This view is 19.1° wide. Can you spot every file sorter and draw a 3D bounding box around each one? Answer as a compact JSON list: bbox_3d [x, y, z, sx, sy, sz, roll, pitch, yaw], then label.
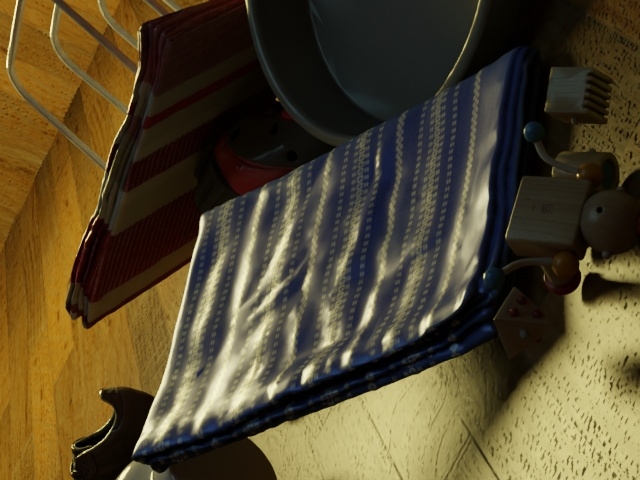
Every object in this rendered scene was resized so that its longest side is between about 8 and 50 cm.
[{"bbox_3d":[-0.142,-0.217,1.796,0.277,0.173,0.193,-44,-11,-31],"label":"file sorter"}]

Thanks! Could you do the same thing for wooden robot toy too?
[{"bbox_3d":[0.153,-0.014,1.059,0.079,0.076,0.173,2,64,35],"label":"wooden robot toy"}]

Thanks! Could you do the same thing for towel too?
[{"bbox_3d":[-0.116,-0.091,1.701,0.237,0.037,0.329,-34,-27,-49],"label":"towel"},{"bbox_3d":[0.009,0.013,1.302,0.336,0.040,0.243,-26,38,37],"label":"towel"}]

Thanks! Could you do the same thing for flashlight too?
[{"bbox_3d":[-0.003,-0.128,1.605,0.304,0.103,0.103,-55,22,38],"label":"flashlight"}]

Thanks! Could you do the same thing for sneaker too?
[{"bbox_3d":[-0.217,0.225,1.843,0.188,0.071,0.066,-64,16,7],"label":"sneaker"}]

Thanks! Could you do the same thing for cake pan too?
[{"bbox_3d":[0.048,-0.214,1.425,0.293,0.054,0.293,3,94,51],"label":"cake pan"}]

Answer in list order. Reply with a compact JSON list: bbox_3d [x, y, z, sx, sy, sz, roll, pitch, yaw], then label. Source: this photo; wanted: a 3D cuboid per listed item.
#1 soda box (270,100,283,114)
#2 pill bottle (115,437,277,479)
[{"bbox_3d":[-0.090,-0.068,1.886,0.169,0.053,0.060,-55,19,36],"label":"soda box"},{"bbox_3d":[-0.120,0.236,1.429,0.216,0.121,0.121,-54,20,36],"label":"pill bottle"}]
